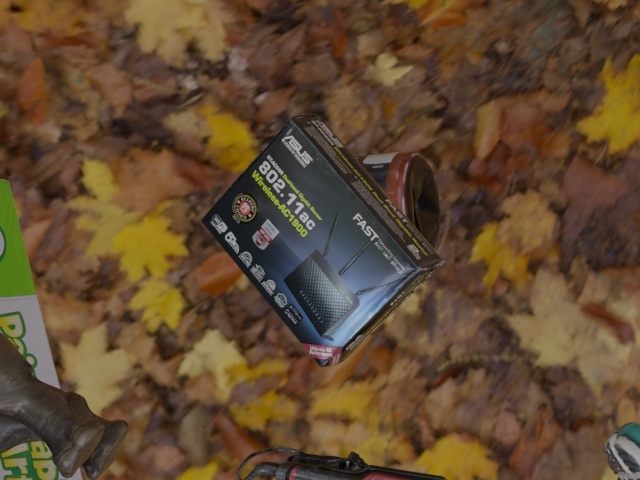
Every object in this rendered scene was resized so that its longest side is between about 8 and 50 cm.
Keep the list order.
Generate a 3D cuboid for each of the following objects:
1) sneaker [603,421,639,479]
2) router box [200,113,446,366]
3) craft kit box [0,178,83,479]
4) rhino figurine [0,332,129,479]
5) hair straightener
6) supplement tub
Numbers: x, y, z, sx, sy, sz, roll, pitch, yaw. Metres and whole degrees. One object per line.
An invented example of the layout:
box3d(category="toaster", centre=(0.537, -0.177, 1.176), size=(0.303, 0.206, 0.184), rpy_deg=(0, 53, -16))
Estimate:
box3d(category="sneaker", centre=(0.364, 0.225, 1.258), size=(0.275, 0.107, 0.110), rpy_deg=(31, 81, -3))
box3d(category="router box", centre=(0.000, 0.000, 0.884), size=(0.122, 0.038, 0.092), rpy_deg=(49, 116, 13))
box3d(category="craft kit box", centre=(-0.260, 0.076, 0.809), size=(0.061, 0.246, 0.250), rpy_deg=(-36, 63, 37))
box3d(category="rhino figurine", centre=(-0.182, 0.119, 0.577), size=(0.106, 0.243, 0.073), rpy_deg=(32, 138, 10))
box3d(category="hair straightener", centre=(0.025, 0.256, 1.586), size=(0.230, 0.089, 0.047), rpy_deg=(6, 97, -4))
box3d(category="supplement tub", centre=(0.007, -0.026, 1.416), size=(0.197, 0.106, 0.106), rpy_deg=(-4, 104, 23))
